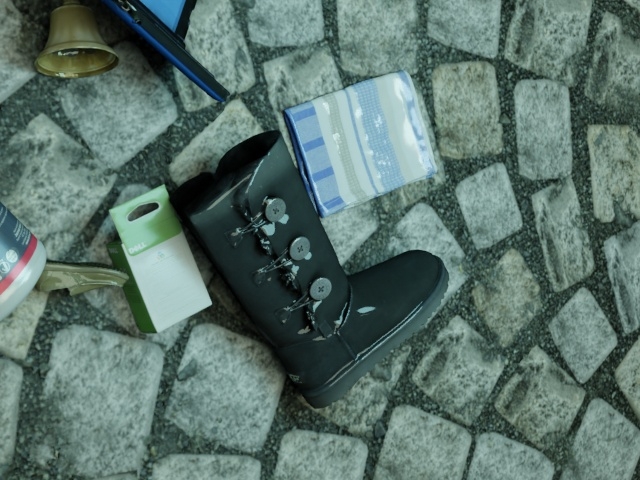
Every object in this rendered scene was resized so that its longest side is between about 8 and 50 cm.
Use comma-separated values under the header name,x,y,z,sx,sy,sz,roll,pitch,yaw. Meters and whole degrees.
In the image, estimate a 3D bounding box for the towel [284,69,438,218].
name,x,y,z,sx,sy,sz,roll,pitch,yaw
towel,0.078,-0.174,2.153,0.285,0.034,0.209,-22,100,-32

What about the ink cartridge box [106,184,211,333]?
name,x,y,z,sx,sy,sz,roll,pitch,yaw
ink cartridge box,-0.263,0.030,1.898,0.109,0.062,0.209,-28,104,-32

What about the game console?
name,x,y,z,sx,sy,sz,roll,pitch,yaw
game console,-0.231,-0.385,1.810,0.173,0.250,0.293,-50,145,2

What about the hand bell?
name,x,y,z,sx,sy,sz,roll,pitch,yaw
hand bell,-0.379,-0.380,1.823,0.126,0.126,0.242,-1,77,-34

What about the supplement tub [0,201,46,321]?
name,x,y,z,sx,sy,sz,roll,pitch,yaw
supplement tub,-0.527,-0.011,1.641,0.272,0.191,0.191,49,64,-23

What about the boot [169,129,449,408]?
name,x,y,z,sx,sy,sz,roll,pitch,yaw
boot,-0.001,0.001,2.003,0.367,0.146,0.445,-46,118,-26

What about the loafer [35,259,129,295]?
name,x,y,z,sx,sy,sz,roll,pitch,yaw
loafer,-0.366,0.059,1.832,0.148,0.056,0.050,7,97,-18
